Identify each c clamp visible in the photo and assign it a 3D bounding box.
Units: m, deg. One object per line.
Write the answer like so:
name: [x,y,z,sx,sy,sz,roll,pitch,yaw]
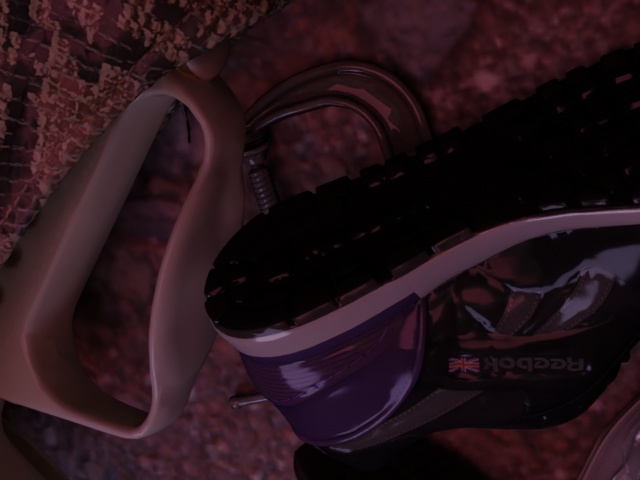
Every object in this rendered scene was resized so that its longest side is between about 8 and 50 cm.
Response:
c clamp: [0.000,0.000,0.873,0.137,0.022,0.160,-7,106,23]

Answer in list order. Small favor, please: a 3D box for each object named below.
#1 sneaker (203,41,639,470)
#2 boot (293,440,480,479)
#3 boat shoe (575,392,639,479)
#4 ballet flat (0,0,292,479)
sneaker: [0.104,0.011,0.807,0.283,0.107,0.124,-19,126,17]
boot: [0.057,0.186,0.893,0.198,0.077,0.137,41,142,24]
boat shoe: [0.163,0.089,0.816,0.066,0.063,0.184,42,118,3]
ballet flat: [-0.152,0.051,0.875,0.182,0.164,0.482,33,113,7]
